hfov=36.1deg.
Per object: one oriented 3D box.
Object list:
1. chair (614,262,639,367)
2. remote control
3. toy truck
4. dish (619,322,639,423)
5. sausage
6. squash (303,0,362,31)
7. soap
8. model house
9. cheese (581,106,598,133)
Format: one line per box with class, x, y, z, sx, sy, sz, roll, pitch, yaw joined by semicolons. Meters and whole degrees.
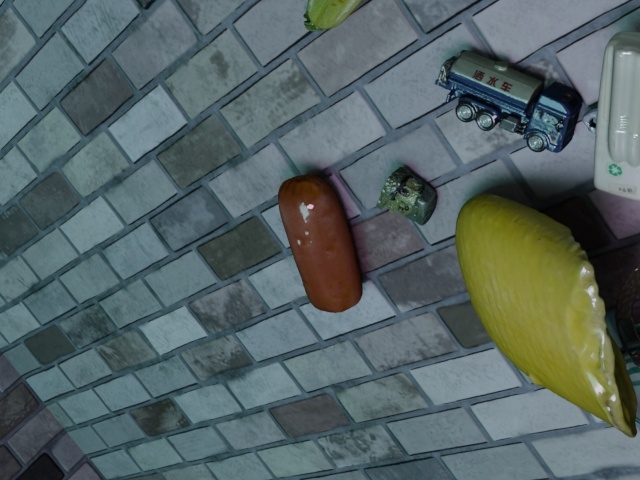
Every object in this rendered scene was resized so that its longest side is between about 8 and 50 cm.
chair;0.485;0.070;1.276;0.174;0.213;0.149;11;135;32
remote control;0.388;-0.147;1.223;0.090;0.049;0.230;18;137;30
toy truck;0.258;-0.197;1.355;0.201;0.074;0.088;28;128;21
dish;0.518;0.188;1.431;0.224;0.078;0.246;10;137;33
sausage;0.000;0.000;1.705;0.113;0.113;0.259;9;129;35
squash;0.023;-0.366;1.412;0.094;0.094;0.224;44;148;1
soap;0.315;0.088;1.400;0.306;0.115;0.427;67;169;-22
model house;0.141;-0.067;1.560;0.083;0.066;0.079;34;140;11
cheese;0.405;-0.187;1.250;0.171;0.047;0.092;-4;119;43
